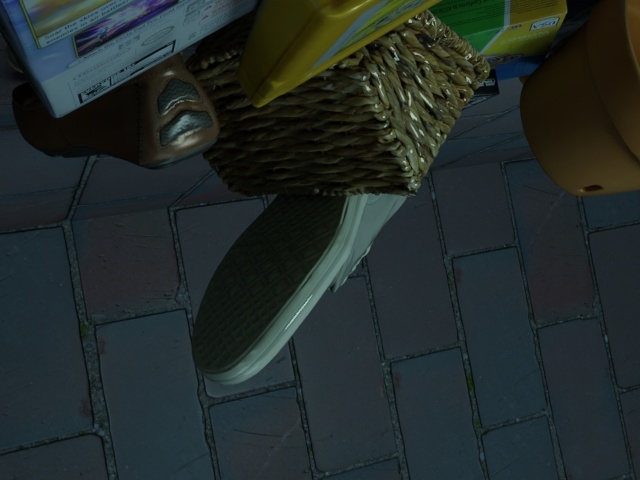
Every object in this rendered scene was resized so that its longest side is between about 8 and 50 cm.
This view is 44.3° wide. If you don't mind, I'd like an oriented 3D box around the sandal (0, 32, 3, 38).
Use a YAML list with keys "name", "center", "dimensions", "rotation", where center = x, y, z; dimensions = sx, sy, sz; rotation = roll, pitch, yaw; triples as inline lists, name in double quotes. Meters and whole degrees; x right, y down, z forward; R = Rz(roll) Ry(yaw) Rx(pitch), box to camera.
- name: "sandal"
  center: [-0.241, -0.202, 0.627]
  dimensions: [0.120, 0.086, 0.303]
  rotation: [-10, -179, -6]

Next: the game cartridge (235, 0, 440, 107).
- name: "game cartridge"
  center: [0.079, -0.201, 0.568]
  dimensions: [0.285, 0.053, 0.323]
  rotation: [-32, -175, -8]

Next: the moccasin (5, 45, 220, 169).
- name: "moccasin"
  center: [-0.255, -0.167, 0.872]
  dimensions: [0.139, 0.147, 0.380]
  rotation: [-26, -156, -26]

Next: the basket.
- name: "basket"
  center: [0.000, -0.195, 0.895]
  dimensions: [0.299, 0.213, 0.223]
  rotation: [3, -132, 41]

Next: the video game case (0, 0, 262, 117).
- name: "video game case"
  center: [-0.041, -0.173, 0.394]
  dimensions: [0.269, 0.061, 0.244]
  rotation: [-33, -174, -13]

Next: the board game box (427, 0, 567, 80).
- name: "board game box"
  center: [0.198, -0.275, 1.098]
  dimensions: [0.242, 0.064, 0.316]
  rotation: [-11, 177, 10]

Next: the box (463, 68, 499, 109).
- name: "box"
  center: [0.134, -0.204, 1.165]
  dimensions: [0.184, 0.045, 0.190]
  rotation: [-6, 177, -25]

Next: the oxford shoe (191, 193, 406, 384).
- name: "oxford shoe"
  center: [0.000, 0.000, 0.953]
  dimensions: [0.169, 0.130, 0.449]
  rotation: [-2, -137, 35]

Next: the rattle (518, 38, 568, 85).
- name: "rattle"
  center: [0.379, -0.277, 1.349]
  dimensions: [0.142, 0.130, 0.200]
  rotation: [-22, -155, -2]

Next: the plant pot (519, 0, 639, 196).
- name: "plant pot"
  center: [0.417, -0.187, 1.090]
  dimensions: [0.290, 0.291, 0.203]
  rotation: [-8, 168, -43]
